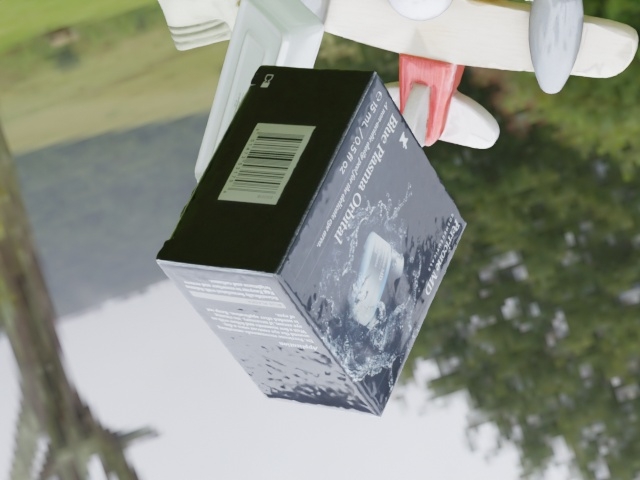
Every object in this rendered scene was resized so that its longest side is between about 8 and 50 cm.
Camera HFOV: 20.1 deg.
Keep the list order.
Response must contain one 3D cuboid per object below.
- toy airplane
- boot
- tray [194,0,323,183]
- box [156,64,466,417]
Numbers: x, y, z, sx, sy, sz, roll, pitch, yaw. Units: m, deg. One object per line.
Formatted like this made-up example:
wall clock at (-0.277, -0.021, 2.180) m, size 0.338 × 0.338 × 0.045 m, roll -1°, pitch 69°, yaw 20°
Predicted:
toy airplane at (0.134, -0.283, 2.195) m, size 0.386 × 0.384 × 0.272 m, roll -33°, pitch 175°, yaw 16°
boot at (-0.105, -0.326, 2.094) m, size 0.213 × 0.165 × 0.077 m, roll -26°, pitch -147°, yaw 2°
tray at (-0.075, -0.138, 1.881) m, size 0.030 × 0.270 × 0.145 m, roll -3°, pitch -146°, yaw -34°
box at (0.000, 0.000, 1.119) m, size 0.093 × 0.158 × 0.156 m, roll 6°, pitch -122°, yaw 34°
